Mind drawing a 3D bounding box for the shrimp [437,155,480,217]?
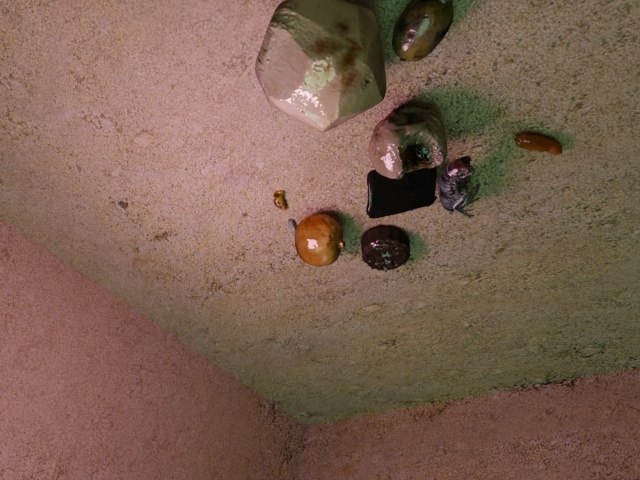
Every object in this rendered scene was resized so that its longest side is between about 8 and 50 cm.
[{"bbox_3d":[0.515,-0.196,1.823,0.166,0.221,0.411,-21,158,19],"label":"shrimp"}]

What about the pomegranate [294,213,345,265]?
[{"bbox_3d":[0.000,0.000,2.139,0.249,0.248,0.248,7,136,7],"label":"pomegranate"}]

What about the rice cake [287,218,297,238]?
[{"bbox_3d":[-0.114,-0.032,2.268,0.029,0.033,0.170,-5,133,20],"label":"rice cake"}]

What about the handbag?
[{"bbox_3d":[0.312,-0.197,1.827,0.333,0.075,0.191,-14,116,-26],"label":"handbag"}]

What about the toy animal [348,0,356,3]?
[{"bbox_3d":[0.097,-0.777,1.241,0.225,0.284,0.301,-3,118,11],"label":"toy animal"}]

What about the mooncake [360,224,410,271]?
[{"bbox_3d":[0.292,0.042,2.184,0.229,0.124,0.228,6,136,5],"label":"mooncake"}]

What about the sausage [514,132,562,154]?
[{"bbox_3d":[0.776,-0.344,1.719,0.183,0.054,0.062,11,169,-1],"label":"sausage"}]

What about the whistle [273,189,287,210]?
[{"bbox_3d":[-0.181,-0.168,2.139,0.057,0.046,0.109,-9,140,2],"label":"whistle"}]

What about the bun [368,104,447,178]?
[{"bbox_3d":[0.299,-0.358,1.685,0.282,0.281,0.204,2,127,11],"label":"bun"}]

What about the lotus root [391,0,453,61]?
[{"bbox_3d":[0.318,-0.655,1.436,0.154,0.154,0.278,26,133,-13],"label":"lotus root"}]

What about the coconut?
[{"bbox_3d":[0.020,-0.538,1.488,0.416,0.344,0.415,9,135,9],"label":"coconut"}]
